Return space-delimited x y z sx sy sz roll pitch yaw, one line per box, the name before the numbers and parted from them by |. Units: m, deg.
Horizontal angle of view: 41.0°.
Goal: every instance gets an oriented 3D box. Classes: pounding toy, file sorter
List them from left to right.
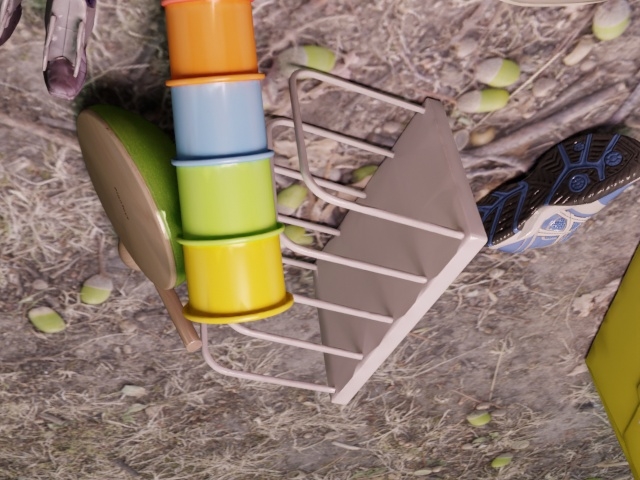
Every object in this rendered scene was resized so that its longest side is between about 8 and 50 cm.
pounding toy | -0.137 -0.038 0.828 0.110 0.183 0.237 -28 140 -23
file sorter | 0.000 0.000 0.860 0.173 0.193 0.277 13 134 -22

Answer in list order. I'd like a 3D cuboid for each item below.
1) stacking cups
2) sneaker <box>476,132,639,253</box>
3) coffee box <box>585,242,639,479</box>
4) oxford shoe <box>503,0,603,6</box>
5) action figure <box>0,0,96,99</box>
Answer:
stacking cups | -0.083 -0.095 0.683 0.096 0.096 0.316 -6 103 -5
sneaker | 0.271 -0.049 0.957 0.211 0.080 0.081 -29 143 34
coffee box | 0.583 0.182 1.080 0.334 0.338 0.337 -5 139 -6
oxford shoe | 0.347 -0.261 0.685 0.449 0.130 0.169 -8 141 -2
action figure | -0.180 -0.250 0.603 0.185 0.099 0.285 19 128 -9
